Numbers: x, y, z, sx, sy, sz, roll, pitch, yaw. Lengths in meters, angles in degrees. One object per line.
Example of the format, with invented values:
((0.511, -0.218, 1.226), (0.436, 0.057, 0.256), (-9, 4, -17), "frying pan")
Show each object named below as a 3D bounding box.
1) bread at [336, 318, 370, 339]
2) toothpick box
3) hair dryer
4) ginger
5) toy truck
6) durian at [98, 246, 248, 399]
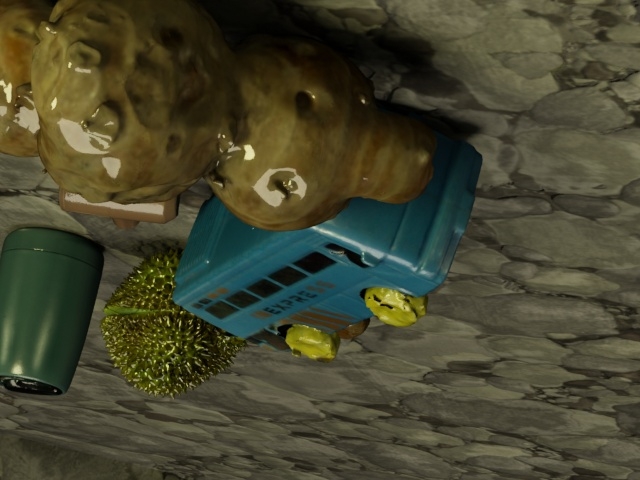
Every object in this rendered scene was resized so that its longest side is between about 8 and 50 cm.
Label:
((0.018, 0.080, 1.829), (0.082, 0.060, 0.113), (17, 162, -22), "bread")
((-0.325, 0.087, 1.817), (0.120, 0.184, 0.120), (8, 163, 2), "toothpick box")
((-0.197, -0.042, 1.582), (0.117, 0.064, 0.181), (8, 170, -1), "hair dryer")
((-0.091, -0.101, 1.184), (0.375, 0.176, 0.256), (12, 180, -14), "ginger")
((0.000, 0.000, 1.448), (0.162, 0.161, 0.385), (25, 159, -18), "toy truck")
((-0.157, 0.088, 1.802), (0.198, 0.159, 0.146), (-33, 159, 14), "durian")
